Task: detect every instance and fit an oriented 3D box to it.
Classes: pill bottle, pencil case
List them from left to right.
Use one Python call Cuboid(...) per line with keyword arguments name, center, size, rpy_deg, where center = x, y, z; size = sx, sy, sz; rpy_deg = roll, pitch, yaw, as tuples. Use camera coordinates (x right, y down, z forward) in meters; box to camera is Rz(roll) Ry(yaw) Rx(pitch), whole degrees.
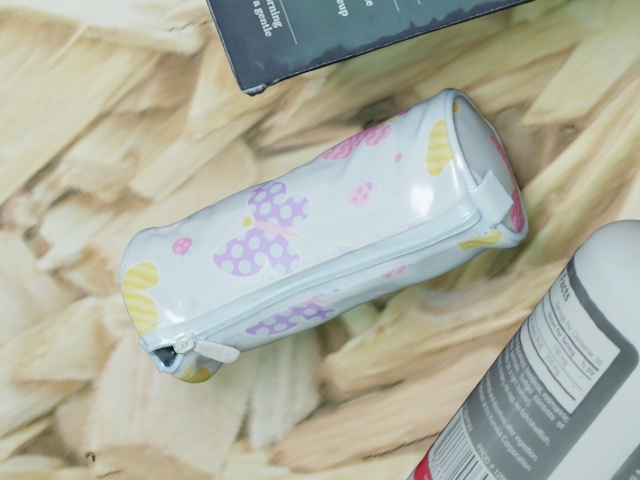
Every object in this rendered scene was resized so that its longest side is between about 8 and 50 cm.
Cuboid(name="pencil case", center=(0.000, 0.000, 1.255), size=(0.273, 0.124, 0.113), rpy_deg=(-25, 100, 18))
Cuboid(name="pill bottle", center=(0.204, 0.099, 1.211), size=(0.176, 0.176, 0.318), rpy_deg=(35, 112, 0))

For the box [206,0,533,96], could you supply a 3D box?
Cuboid(name="box", center=(0.056, -0.304, 1.112), size=(0.313, 0.179, 0.343), rpy_deg=(-15, 104, 18))
